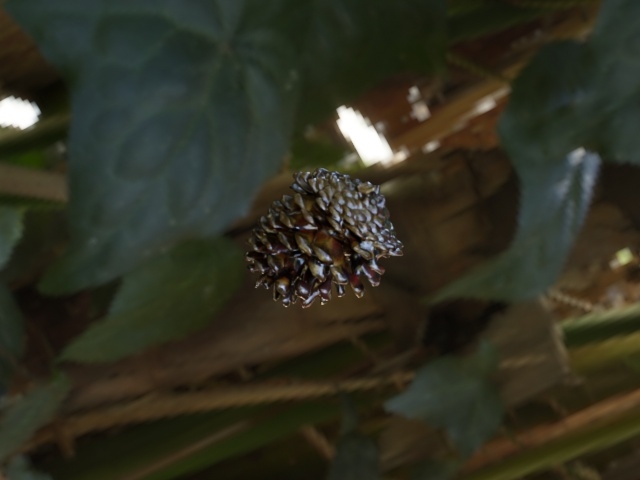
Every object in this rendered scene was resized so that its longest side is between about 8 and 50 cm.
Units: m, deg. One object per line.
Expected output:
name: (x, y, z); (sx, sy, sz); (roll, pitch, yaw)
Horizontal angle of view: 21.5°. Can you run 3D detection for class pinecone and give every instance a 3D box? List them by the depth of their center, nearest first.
pinecone: (-0.002, -0.003, 1.192); (0.102, 0.109, 0.102); (-19, 90, -80)
